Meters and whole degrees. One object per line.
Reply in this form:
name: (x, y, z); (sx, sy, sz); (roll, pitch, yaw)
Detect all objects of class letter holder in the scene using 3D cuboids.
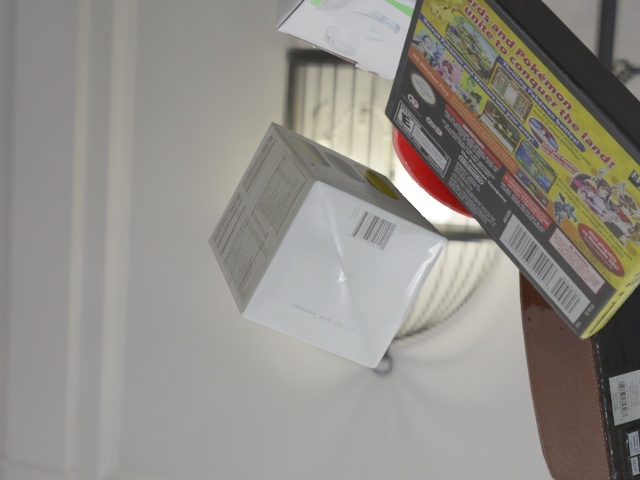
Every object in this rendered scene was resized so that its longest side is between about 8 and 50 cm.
letter holder: (0.335, 0.148, 1.576); (0.152, 0.301, 0.214); (-10, -176, -32)

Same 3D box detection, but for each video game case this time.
video game case: (0.164, -0.076, 0.969); (0.035, 0.275, 0.248); (-33, 162, -20)

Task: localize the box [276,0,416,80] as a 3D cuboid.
box: (0.094, -0.305, 1.375); (0.262, 0.231, 0.127); (20, 145, -24)

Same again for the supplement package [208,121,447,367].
supplement package: (0.000, 0.000, 1.614); (0.199, 0.198, 0.262); (24, -167, -22)

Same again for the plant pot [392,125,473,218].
plant pot: (0.301, -0.206, 2.108); (0.275, 0.275, 0.243); (9, -129, 44)
